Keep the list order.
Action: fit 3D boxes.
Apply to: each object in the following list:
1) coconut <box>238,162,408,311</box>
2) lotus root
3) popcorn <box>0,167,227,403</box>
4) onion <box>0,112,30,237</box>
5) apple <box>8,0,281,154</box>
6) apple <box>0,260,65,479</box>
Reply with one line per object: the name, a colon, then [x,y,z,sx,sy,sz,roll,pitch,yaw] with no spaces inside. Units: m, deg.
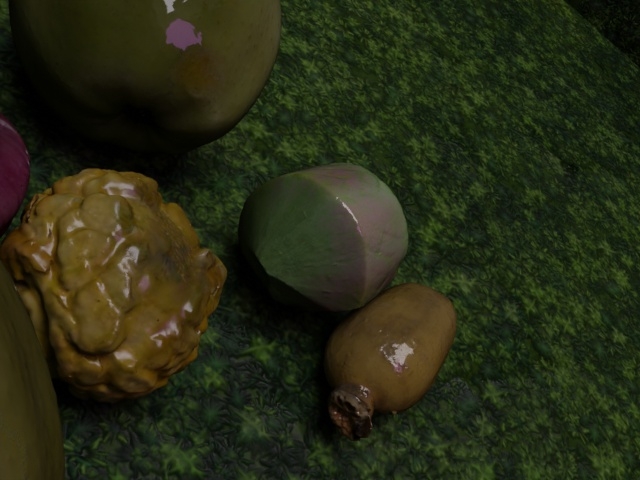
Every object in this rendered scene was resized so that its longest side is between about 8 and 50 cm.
coconut: [0.000,0.000,1.042,0.236,0.204,0.236,18,38,-15]
lotus root: [0.097,0.140,1.051,0.303,0.146,0.131,-40,120,-52]
popcorn: [-0.218,0.042,0.842,0.250,0.190,0.250,25,59,-50]
onion: [-0.395,-0.033,0.799,0.230,0.230,0.163,-73,147,-46]
apple: [-0.226,-0.290,1.018,0.357,0.357,0.357,21,46,-23]
apple: [-0.396,0.125,0.468,0.473,0.473,0.473,21,46,-23]
